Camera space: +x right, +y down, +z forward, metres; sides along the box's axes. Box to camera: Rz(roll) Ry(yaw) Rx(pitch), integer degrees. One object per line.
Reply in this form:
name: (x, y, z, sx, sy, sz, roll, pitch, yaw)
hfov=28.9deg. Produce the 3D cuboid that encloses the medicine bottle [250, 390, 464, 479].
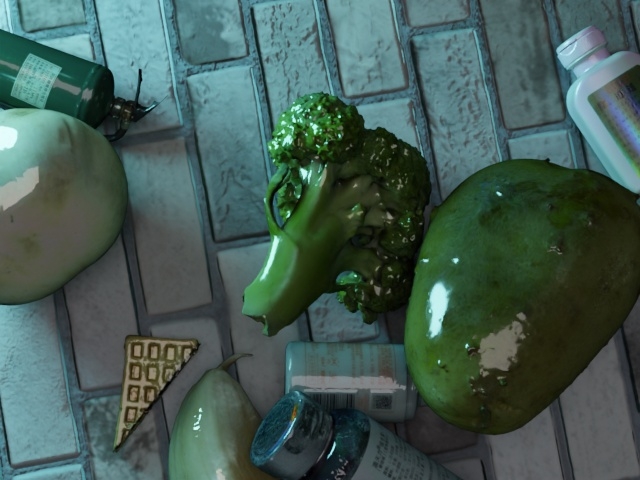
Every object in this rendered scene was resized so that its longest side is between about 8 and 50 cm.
medicine bottle: (0.060, 0.294, 1.469, 0.293, 0.141, 0.141, 36, 83, -16)

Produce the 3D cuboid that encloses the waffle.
waffle: (-0.208, 0.196, 1.565, 0.097, 0.023, 0.153, 7, 82, -1)

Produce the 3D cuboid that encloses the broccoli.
broccoli: (0.011, -0.009, 1.530, 0.254, 0.186, 0.302, 29, 81, -39)

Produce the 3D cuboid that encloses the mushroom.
mushroom: (-0.376, -0.054, 1.511, 0.260, 0.234, 0.254, 8, 118, -38)

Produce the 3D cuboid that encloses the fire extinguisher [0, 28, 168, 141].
fire extinguisher: (-0.342, -0.198, 1.572, 0.294, 0.093, 0.118, 20, 109, -1)

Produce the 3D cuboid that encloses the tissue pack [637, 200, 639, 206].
tissue pack: (0.411, -0.018, 1.572, 0.074, 0.094, 0.059, -30, 89, -48)

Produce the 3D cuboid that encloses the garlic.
garlic: (-0.105, 0.273, 1.512, 0.164, 0.145, 0.245, -23, 84, -24)

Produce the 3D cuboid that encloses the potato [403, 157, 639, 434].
potato: (0.223, 0.056, 1.470, 0.270, 0.219, 0.359, 22, 61, 38)

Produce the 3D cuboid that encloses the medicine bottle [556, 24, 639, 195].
medicine bottle: (0.389, -0.172, 1.603, 0.115, 0.078, 0.219, -33, 86, -3)

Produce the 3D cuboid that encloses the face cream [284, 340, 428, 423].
face cream: (0.081, 0.177, 1.541, 0.251, 0.101, 0.101, 1, 84, -3)
